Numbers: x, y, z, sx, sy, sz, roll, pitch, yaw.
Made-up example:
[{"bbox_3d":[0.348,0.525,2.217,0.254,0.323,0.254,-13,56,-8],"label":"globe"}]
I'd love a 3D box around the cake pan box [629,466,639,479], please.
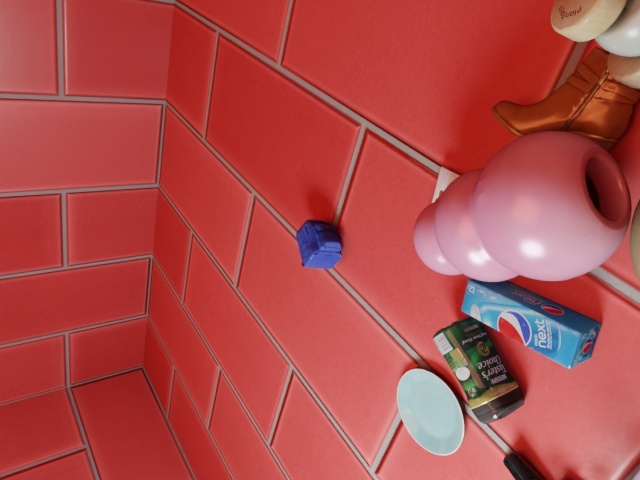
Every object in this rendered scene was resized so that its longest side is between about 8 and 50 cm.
[{"bbox_3d":[0.547,0.385,0.636,0.267,0.070,0.245,40,130,42],"label":"cake pan box"}]

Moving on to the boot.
[{"bbox_3d":[0.369,-0.215,0.746,0.197,0.073,0.152,36,127,29],"label":"boot"}]

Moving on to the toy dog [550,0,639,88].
[{"bbox_3d":[0.401,-0.345,0.551,0.161,0.220,0.333,-150,58,-65],"label":"toy dog"}]

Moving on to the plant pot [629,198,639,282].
[{"bbox_3d":[0.475,0.006,0.547,0.284,0.191,0.283,14,108,52],"label":"plant pot"}]

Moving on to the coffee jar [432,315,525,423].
[{"bbox_3d":[0.294,0.238,0.921,0.184,0.096,0.079,64,143,21],"label":"coffee jar"}]

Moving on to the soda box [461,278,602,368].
[{"bbox_3d":[0.349,0.129,0.843,0.210,0.071,0.067,28,119,47],"label":"soda box"}]

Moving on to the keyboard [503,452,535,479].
[{"bbox_3d":[0.390,0.459,0.869,0.180,0.023,0.108,55,174,30],"label":"keyboard"}]

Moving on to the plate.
[{"bbox_3d":[0.241,0.369,1.082,0.188,0.024,0.188,15,109,52],"label":"plate"}]

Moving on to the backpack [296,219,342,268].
[{"bbox_3d":[0.000,0.000,1.271,0.101,0.098,0.120,-51,44,35],"label":"backpack"}]

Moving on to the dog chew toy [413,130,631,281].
[{"bbox_3d":[0.271,-0.030,0.754,0.332,0.207,0.206,-22,79,56],"label":"dog chew toy"}]

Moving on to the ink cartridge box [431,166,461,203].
[{"bbox_3d":[0.282,-0.045,0.933,0.179,0.045,0.145,43,131,52],"label":"ink cartridge box"}]

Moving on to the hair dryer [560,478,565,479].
[{"bbox_3d":[0.419,0.492,0.709,0.293,0.224,0.080,45,107,37],"label":"hair dryer"}]
